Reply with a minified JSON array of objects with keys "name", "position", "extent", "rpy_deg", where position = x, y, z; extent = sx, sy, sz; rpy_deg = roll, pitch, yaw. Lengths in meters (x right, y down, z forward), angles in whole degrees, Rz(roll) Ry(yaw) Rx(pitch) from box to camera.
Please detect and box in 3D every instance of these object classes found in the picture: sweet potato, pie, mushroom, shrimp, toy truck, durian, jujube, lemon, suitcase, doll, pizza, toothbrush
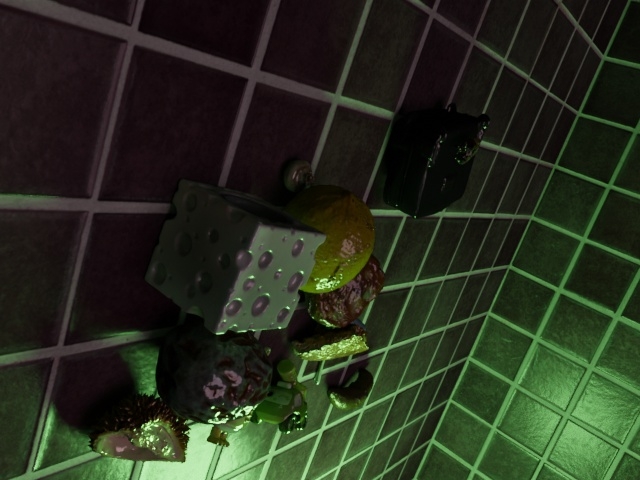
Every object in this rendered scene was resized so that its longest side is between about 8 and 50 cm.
[{"name":"sweet potato","position":[0.120,0.588,2.245],"extent":[0.310,0.098,0.124],"rpy_deg":[-10,100,-50]},{"name":"pie","position":[0.064,0.134,1.783],"extent":[0.308,0.085,0.308],"rpy_deg":[-13,110,-38]},{"name":"mushroom","position":[-0.047,-0.156,1.437],"extent":[0.085,0.079,0.085],"rpy_deg":[-38,145,-34]},{"name":"shrimp","position":[0.439,-0.266,1.750],"extent":[0.161,0.034,0.091],"rpy_deg":[-14,130,-52]},{"name":"toy truck","position":[-0.110,0.492,1.814],"extent":[0.187,0.148,0.210],"rpy_deg":[59,44,-57]},{"name":"durian","position":[-0.413,0.423,1.331],"extent":[0.250,0.183,0.138],"rpy_deg":[49,36,-53]},{"name":"jujube","position":[-0.246,0.303,1.362],"extent":[0.215,0.246,0.308],"rpy_deg":[-22,167,17]},{"name":"lemon","position":[0.000,0.000,1.470],"extent":[0.310,0.258,0.258],"rpy_deg":[-48,154,25]},{"name":"suitcase","position":[0.359,-0.246,1.845],"extent":[0.345,0.188,0.339],"rpy_deg":[-24,132,-47]},{"name":"doll","position":[-0.218,0.430,1.618],"extent":[0.296,0.117,0.141],"rpy_deg":[-55,151,-10]},{"name":"pizza","position":[0.058,0.318,1.873],"extent":[0.335,0.086,0.226],"rpy_deg":[6,145,-40]},{"name":"toothbrush","position":[0.008,0.392,2.002],"extent":[0.026,0.022,0.263],"rpy_deg":[-7,121,-39]}]

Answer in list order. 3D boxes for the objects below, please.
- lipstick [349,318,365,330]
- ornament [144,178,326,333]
[{"name":"lipstick","position":[0.071,0.255,1.942],"extent":[0.061,0.068,0.274],"rpy_deg":[-57,141,-8]},{"name":"ornament","position":[-0.180,0.034,1.245],"extent":[0.239,0.240,0.240],"rpy_deg":[7,109,-56]}]
